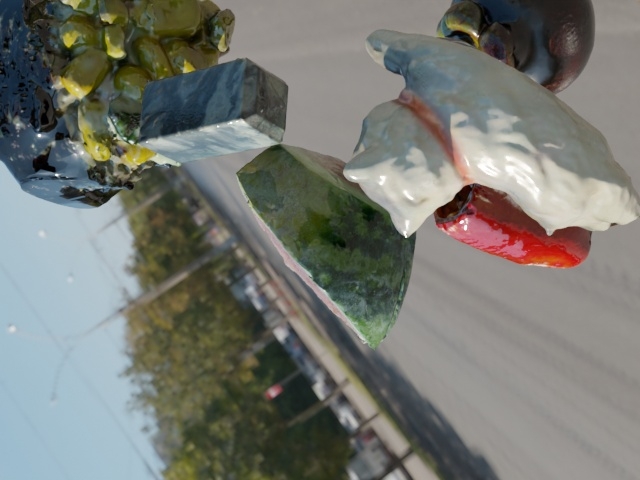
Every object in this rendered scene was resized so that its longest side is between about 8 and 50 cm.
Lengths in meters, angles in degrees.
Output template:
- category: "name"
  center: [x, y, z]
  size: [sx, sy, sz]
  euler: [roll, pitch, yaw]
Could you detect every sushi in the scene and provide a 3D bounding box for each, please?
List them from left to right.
- category: "sushi"
  center: [-0.288, -0.214, 1.750]
  size: [0.285, 0.328, 0.328]
  euler: [4, 169, 34]

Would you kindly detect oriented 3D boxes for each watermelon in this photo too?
- category: "watermelon"
  center: [0.000, 0.000, 1.775]
  size: [0.310, 0.193, 0.232]
  euler: [35, -164, -5]

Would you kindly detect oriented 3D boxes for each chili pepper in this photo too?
- category: "chili pepper"
  center: [0.338, -0.018, 1.841]
  size: [0.338, 0.134, 0.131]
  euler: [16, -126, -23]

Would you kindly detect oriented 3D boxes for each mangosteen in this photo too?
- category: "mangosteen"
  center: [0.376, -0.401, 2.343]
  size: [0.297, 0.297, 0.313]
  euler: [55, -155, -3]

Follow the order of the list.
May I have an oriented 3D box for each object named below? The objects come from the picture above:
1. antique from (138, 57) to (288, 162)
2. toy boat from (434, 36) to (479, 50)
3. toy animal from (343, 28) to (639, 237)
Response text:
- category: "antique"
  center: [-0.129, -0.161, 1.539]
  size: [0.086, 0.183, 0.088]
  euler: [25, -116, -51]
- category: "toy boat"
  center: [0.253, -0.186, 1.732]
  size: [0.291, 0.070, 0.210]
  euler: [49, -156, 27]
- category: "toy animal"
  center: [0.183, -0.065, 1.324]
  size: [0.266, 0.188, 0.308]
  euler: [3, 143, 42]
